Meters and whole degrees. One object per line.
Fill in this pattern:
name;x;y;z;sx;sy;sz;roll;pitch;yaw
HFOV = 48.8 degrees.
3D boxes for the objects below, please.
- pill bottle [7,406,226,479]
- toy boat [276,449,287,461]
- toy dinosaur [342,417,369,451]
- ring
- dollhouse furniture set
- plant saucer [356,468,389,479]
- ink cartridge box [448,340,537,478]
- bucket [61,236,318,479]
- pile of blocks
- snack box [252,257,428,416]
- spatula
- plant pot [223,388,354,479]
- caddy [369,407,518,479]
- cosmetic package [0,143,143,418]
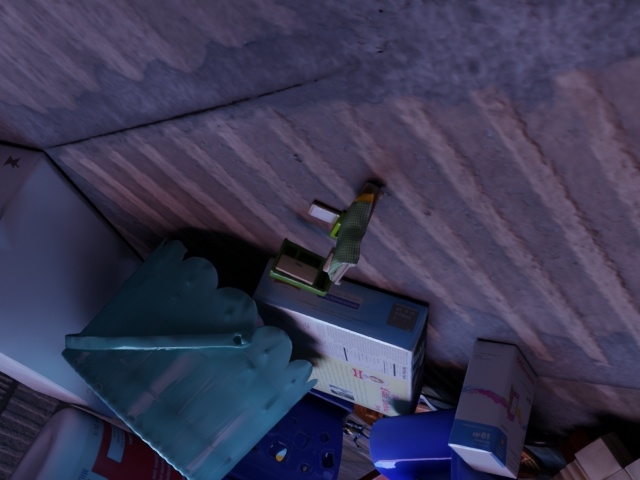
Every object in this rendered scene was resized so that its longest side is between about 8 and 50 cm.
pill bottle;-0.253;0.433;1.046;0.408;0.228;0.229;34;154;-21
toy boat;-0.119;0.451;1.567;0.268;0.148;0.318;15;159;0
toy dinosaur;0.073;0.379;1.422;0.082;0.047;0.090;28;-169;-31
ring;0.208;0.350;1.222;0.337;0.032;0.336;19;156;9
dollhouse furniture set;0.000;0.000;0.616;0.059;0.076;0.151;24;157;-3
plant saucer;0.155;0.483;1.275;0.259;0.047;0.258;-37;118;15
ink cartridge box;0.191;0.183;0.773;0.052;0.122;0.088;0;148;35
bucket;-0.160;0.151;0.854;0.281;0.183;0.281;39;161;16
pile of blocks;0.371;0.312;0.937;0.112;0.149;0.362;60;161;29
snack box;0.036;0.140;0.897;0.187;0.060;0.322;17;156;15
spatula;0.196;0.257;1.036;0.297;0.030;0.084;14;156;20
plant pot;-0.078;0.328;1.210;0.236;0.212;0.236;24;156;-2
caddy;0.189;0.354;0.908;0.179;0.241;0.341;-12;139;23
cosmetic package;-0.367;0.065;0.919;0.156;0.217;0.385;13;153;22
